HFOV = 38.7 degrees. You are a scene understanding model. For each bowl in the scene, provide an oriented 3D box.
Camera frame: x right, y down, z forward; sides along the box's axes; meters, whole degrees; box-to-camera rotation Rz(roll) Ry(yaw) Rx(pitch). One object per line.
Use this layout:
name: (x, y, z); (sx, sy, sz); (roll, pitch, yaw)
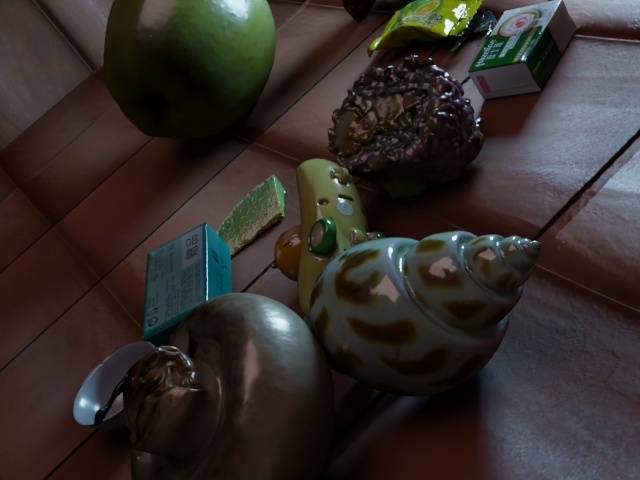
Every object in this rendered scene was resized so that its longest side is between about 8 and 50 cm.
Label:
bowl: (-0.347, 0.280, 1.642); (0.189, 0.086, 0.189); (-27, 31, 17)

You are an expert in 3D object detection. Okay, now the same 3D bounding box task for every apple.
apple: (-0.334, -0.485, 2.319); (0.474, 0.473, 0.473); (-26, 33, 18)

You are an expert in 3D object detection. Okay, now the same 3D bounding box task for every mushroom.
mushroom: (-0.152, 0.241, 1.258); (0.362, 0.295, 0.362); (-35, 43, 42)

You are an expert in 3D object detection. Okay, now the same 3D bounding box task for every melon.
melon: (-0.161, -0.018, 1.911); (0.262, 0.053, 0.114); (-45, 49, -5)

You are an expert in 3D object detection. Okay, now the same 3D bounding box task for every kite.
kite: (0.332, -0.462, 2.016); (0.183, 0.010, 0.160); (4, 46, 52)

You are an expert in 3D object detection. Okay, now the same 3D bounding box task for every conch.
conch: (0.134, 0.085, 1.258); (0.368, 0.197, 0.249); (-30, 74, 12)

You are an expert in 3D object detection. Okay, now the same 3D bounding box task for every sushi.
sushi: (0.152, -0.189, 1.670); (0.270, 0.171, 0.236); (-10, 68, 36)

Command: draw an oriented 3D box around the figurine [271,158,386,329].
figurine: (0.000, 0.000, 1.584); (0.222, 0.124, 0.324); (-52, 36, 41)

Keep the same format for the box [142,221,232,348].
box: (-0.256, 0.098, 1.765); (0.153, 0.092, 0.244); (-27, 39, 16)

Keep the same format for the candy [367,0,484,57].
candy: (0.244, -0.503, 2.090); (0.297, 0.081, 0.187); (-3, 42, 47)

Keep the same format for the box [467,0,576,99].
box: (0.392, -0.370, 1.767); (0.135, 0.081, 0.199); (-1, 44, 45)

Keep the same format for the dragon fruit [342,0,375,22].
dragon fruit: (0.125, -0.743, 2.315); (0.205, 0.152, 0.317); (-54, -5, -33)

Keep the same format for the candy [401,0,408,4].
candy: (0.336, -0.755, 2.190); (0.262, 0.172, 0.398); (-59, 9, -33)

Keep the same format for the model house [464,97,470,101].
model house: (0.258, -0.251, 1.765); (0.083, 0.057, 0.058); (27, 107, 55)
